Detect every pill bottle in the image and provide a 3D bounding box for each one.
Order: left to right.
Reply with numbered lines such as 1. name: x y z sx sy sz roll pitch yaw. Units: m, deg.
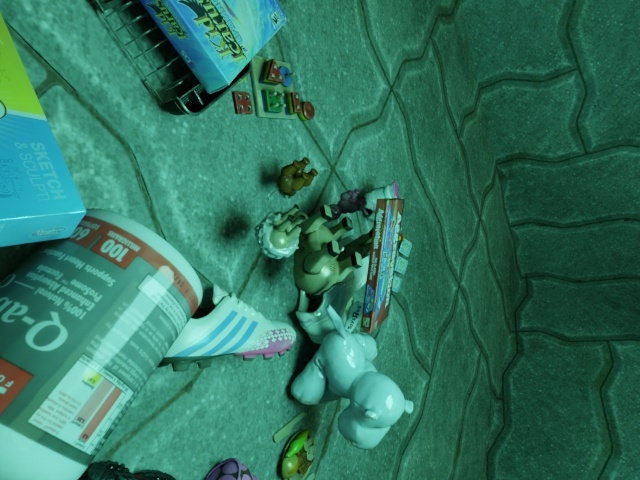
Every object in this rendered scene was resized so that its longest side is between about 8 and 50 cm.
1. pill bottle: -0.322 0.152 0.505 0.210 0.210 0.362 58 46 -35

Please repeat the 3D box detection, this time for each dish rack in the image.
1. dish rack: -0.257 -0.368 0.732 0.271 0.074 0.208 60 43 -32

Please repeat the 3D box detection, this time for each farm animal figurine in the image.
1. farm animal figurine: 0.000 0.000 0.955 0.330 0.172 0.326 38 33 -23

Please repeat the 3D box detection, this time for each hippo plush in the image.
1. hippo plush: 0.105 0.325 0.982 0.234 0.237 0.294 2 120 -47

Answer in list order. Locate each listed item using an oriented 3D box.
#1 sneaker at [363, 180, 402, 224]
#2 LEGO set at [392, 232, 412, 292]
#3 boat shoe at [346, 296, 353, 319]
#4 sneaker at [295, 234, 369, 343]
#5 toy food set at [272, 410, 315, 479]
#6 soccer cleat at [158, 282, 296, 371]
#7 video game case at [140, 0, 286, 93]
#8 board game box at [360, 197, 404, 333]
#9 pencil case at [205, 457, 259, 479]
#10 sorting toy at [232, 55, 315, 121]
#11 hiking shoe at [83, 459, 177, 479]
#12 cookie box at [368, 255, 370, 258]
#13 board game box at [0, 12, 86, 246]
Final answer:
1. sneaker: 0.189 -0.103 1.317 0.252 0.111 0.102 57 28 -66
2. LEGO set: 0.240 0.065 1.381 0.244 0.060 0.182 27 80 -52
3. boat shoe: 0.056 0.195 1.153 0.152 0.056 0.049 -52 123 -41
4. sneaker: 0.032 0.098 1.073 0.152 0.114 0.305 52 49 -40
5. toy food set: -0.047 0.519 1.012 0.132 0.039 0.191 -21 106 -52
6. soccer cleat: -0.160 0.153 0.807 0.331 0.116 0.143 9 82 -53
7. video game case: -0.193 -0.433 0.718 0.269 0.061 0.244 54 48 -34
8. board game box: 0.137 0.048 0.933 0.145 0.027 0.281 -15 113 -66
9. pencil case: -0.147 0.522 0.834 0.098 0.095 0.209 -101 165 -59
10. sorting toy: -0.100 -0.347 0.970 0.275 0.046 0.132 -16 102 -53
11. hiking shoe: -0.290 0.425 0.664 0.227 0.086 0.114 45 67 -36
12. cookie box: 0.108 0.073 1.241 0.107 0.040 0.091 -33 115 -50
13. board game box: -0.412 -0.135 0.409 0.242 0.064 0.316 -16 76 -53
